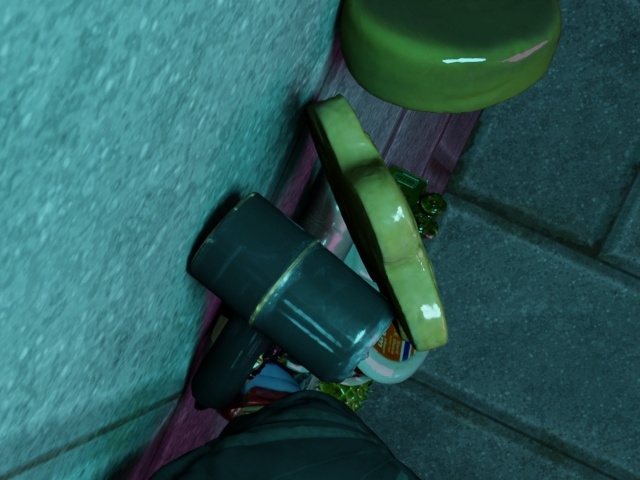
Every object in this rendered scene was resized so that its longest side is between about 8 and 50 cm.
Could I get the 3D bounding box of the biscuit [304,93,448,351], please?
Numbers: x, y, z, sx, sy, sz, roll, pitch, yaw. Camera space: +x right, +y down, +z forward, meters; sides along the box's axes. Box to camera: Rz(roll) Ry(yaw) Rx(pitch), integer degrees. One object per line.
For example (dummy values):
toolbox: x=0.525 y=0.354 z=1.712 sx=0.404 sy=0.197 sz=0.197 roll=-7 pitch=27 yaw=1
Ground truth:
biscuit: x=0.056 y=-0.030 z=1.103 sx=0.355 sy=0.052 sz=0.275 roll=-115 pitch=-176 yaw=-70

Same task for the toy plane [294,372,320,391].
toy plane: x=-0.018 y=0.232 z=1.937 sx=0.192 sy=0.088 sz=0.261 roll=-60 pitch=161 yaw=-58

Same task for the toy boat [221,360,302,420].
toy boat: x=-0.075 y=0.227 z=1.519 sx=0.392 sy=0.136 sz=0.079 roll=73 pitch=13 yaw=-71

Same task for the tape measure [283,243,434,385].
tape measure: x=0.060 y=0.100 z=1.568 sx=0.246 sy=0.125 sz=0.243 roll=33 pitch=61 yaw=-42

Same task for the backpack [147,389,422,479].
backpack: x=-0.088 y=0.357 z=0.994 sx=0.446 sy=0.363 sz=0.254 roll=-18 pitch=138 yaw=-35

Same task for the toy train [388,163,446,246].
toy train: x=0.134 y=-0.028 z=1.905 sx=0.225 sy=0.137 sz=0.090 roll=-51 pitch=163 yaw=-40

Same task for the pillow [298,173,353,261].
pillow: x=0.000 y=0.001 z=1.405 sx=0.254 sy=0.078 sz=0.144 roll=-63 pitch=170 yaw=-2

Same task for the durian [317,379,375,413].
durian: x=0.009 y=0.282 z=2.213 sx=0.169 sy=0.158 sz=0.351 roll=-5 pitch=-128 yaw=60

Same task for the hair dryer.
hair dryer: x=-0.065 y=0.115 z=1.120 sx=0.107 sy=0.189 sz=0.352 roll=-47 pitch=173 yaw=-38

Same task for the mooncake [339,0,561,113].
mooncake: x=0.144 y=-0.236 z=1.143 sx=0.234 sy=0.235 sz=0.117 roll=-58 pitch=168 yaw=-33

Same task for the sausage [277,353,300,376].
sausage: x=0.015 y=0.067 z=1.675 sx=0.371 sy=0.082 sz=0.082 roll=-63 pitch=170 yaw=-6

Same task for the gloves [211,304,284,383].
gloves: x=-0.062 y=0.105 z=1.263 sx=0.129 sy=0.106 sz=0.180 roll=21 pitch=90 yaw=-83
